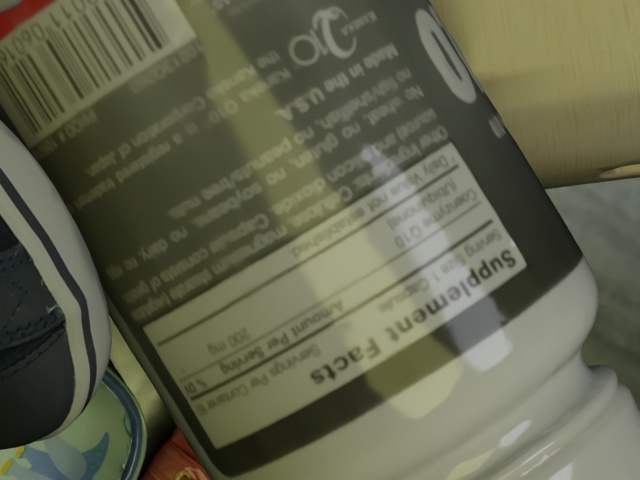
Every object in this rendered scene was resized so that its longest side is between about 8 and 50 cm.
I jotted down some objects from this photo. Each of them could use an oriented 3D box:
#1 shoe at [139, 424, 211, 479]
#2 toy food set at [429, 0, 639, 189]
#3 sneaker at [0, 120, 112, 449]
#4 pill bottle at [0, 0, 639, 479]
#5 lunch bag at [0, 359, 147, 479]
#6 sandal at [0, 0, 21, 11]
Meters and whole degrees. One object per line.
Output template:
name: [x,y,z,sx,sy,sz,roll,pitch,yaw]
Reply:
shoe: [0.007,0.128,0.828,0.178,0.063,0.081,26,95,-13]
toy food set: [0.137,-0.176,0.810,0.220,0.092,0.306,-7,99,-1]
sneaker: [-0.186,-0.026,0.595,0.321,0.126,0.127,56,39,-31]
pill bottle: [0.000,0.000,0.730,0.161,0.161,0.283,-32,93,-7]
lunch bag: [-0.183,0.102,0.764,0.176,0.090,0.219,39,88,-15]
sandal: [-0.156,-0.108,0.658,0.076,0.265,0.102,6,74,-36]
